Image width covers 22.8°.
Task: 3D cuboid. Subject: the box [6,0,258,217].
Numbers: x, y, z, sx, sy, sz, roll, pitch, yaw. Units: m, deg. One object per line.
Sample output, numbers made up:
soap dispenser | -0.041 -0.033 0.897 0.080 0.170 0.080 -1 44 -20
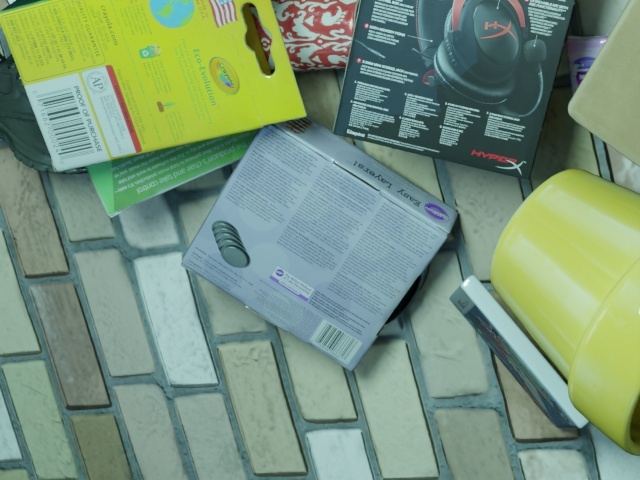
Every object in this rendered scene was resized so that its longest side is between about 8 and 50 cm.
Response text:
box | -0.216 -0.219 1.905 0.232 0.058 0.322 -23 98 5

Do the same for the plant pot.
plant pot | 0.315 0.054 1.656 0.239 0.254 0.254 40 125 30

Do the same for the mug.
mug | -0.021 -0.260 1.811 0.169 0.113 0.150 4 112 27

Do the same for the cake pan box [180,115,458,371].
cake pan box | 0.000 0.000 1.888 0.267 0.070 0.246 32 126 1

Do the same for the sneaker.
sneaker | -0.371 -0.175 2.065 0.286 0.109 0.130 24 113 20

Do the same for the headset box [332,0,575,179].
headset box | 0.151 -0.235 1.661 0.218 0.110 0.293 13 110 5

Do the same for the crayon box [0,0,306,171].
crayon box | -0.179 -0.206 1.782 0.318 0.081 0.202 -10 112 20

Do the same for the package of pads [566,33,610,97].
package of pads | 0.292 -0.180 1.696 0.050 0.032 0.083 2 109 34

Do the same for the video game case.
video game case | 0.221 0.129 1.784 0.023 0.183 0.201 -40 84 -4

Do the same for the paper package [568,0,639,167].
paper package | 0.457 -0.165 1.518 0.325 0.168 0.309 37 122 15
